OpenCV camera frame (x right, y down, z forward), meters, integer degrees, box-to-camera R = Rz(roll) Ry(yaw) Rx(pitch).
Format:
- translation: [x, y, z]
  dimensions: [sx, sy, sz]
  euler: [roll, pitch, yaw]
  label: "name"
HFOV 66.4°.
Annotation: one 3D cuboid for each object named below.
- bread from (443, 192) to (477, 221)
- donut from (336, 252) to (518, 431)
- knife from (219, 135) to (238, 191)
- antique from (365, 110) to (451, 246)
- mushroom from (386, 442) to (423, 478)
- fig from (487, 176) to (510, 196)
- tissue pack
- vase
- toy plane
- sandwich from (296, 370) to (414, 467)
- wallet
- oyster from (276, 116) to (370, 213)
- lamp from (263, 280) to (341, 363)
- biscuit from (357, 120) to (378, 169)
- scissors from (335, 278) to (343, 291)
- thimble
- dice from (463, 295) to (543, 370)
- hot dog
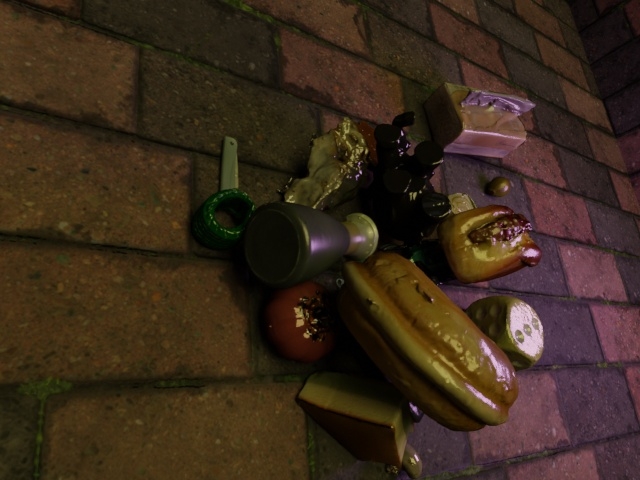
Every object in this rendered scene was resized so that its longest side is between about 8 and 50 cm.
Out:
- translation: [0.434, -0.090, 1.561]
  dimensions: [0.156, 0.064, 0.117]
  euler: [-7, 71, -38]
  label: "bread"
- translation: [0.212, 0.201, 1.017]
  dimensions: [0.449, 0.198, 0.449]
  euler: [43, 5, -5]
  label: "donut"
- translation: [-0.208, -0.165, 1.126]
  dimensions: [0.044, 0.023, 0.162]
  euler: [13, 63, -31]
  label: "knife"
- translation: [0.216, -0.141, 1.271]
  dimensions: [0.185, 0.255, 0.322]
  euler: [-6, 69, 1]
  label: "antique"
- translation: [0.188, 0.505, 1.109]
  dimensions: [0.079, 0.085, 0.085]
  euler: [-32, 92, -7]
  label: "mushroom"
- translation: [0.636, -0.189, 1.757]
  dimensions: [0.088, 0.074, 0.074]
  euler: [-32, 91, -26]
  label: "fig"
- translation: [0.551, -0.427, 1.665]
  dimensions: [0.306, 0.238, 0.238]
  euler: [1, 70, -27]
  label: "tissue pack"
- translation: [0.000, 0.000, 1.067]
  dimensions: [0.321, 0.173, 0.173]
  euler: [-6, 74, -53]
  label: "vase"
- translation: [0.249, 0.068, 1.330]
  dimensions: [0.382, 0.106, 0.155]
  euler: [-10, 70, -39]
  label: "toy plane"
- translation: [0.079, 0.383, 1.054]
  dimensions: [0.108, 0.220, 0.186]
  euler: [-56, 144, -41]
  label: "sandwich"
- translation: [0.192, 0.311, 1.210]
  dimensions: [0.169, 0.052, 0.245]
  euler: [-36, 91, -45]
  label: "wallet"
- translation: [0.012, -0.154, 1.211]
  dimensions: [0.337, 0.133, 0.197]
  euler: [-49, 135, -22]
  label: "oyster"
- translation: [-0.032, 0.167, 1.038]
  dimensions: [0.182, 0.140, 0.181]
  euler: [20, 58, -35]
  label: "lamp"
- translation: [0.158, -0.275, 1.455]
  dimensions: [0.175, 0.026, 0.124]
  euler: [54, 47, -5]
  label: "biscuit"
- translation: [0.050, 0.133, 1.203]
  dimensions: [0.036, 0.006, 0.083]
  euler: [23, 58, -25]
  label: "scissors"
- translation: [-0.200, -0.046, 1.034]
  dimensions: [0.118, 0.090, 0.130]
  euler: [31, 55, -18]
  label: "thimble"
- translation: [0.514, 0.265, 1.392]
  dimensions: [0.169, 0.169, 0.166]
  euler: [31, 54, -23]
  label: "dice"
- translation: [0.478, 0.010, 1.357]
  dimensions: [0.405, 0.223, 0.185]
  euler: [7, 62, -65]
  label: "hot dog"
